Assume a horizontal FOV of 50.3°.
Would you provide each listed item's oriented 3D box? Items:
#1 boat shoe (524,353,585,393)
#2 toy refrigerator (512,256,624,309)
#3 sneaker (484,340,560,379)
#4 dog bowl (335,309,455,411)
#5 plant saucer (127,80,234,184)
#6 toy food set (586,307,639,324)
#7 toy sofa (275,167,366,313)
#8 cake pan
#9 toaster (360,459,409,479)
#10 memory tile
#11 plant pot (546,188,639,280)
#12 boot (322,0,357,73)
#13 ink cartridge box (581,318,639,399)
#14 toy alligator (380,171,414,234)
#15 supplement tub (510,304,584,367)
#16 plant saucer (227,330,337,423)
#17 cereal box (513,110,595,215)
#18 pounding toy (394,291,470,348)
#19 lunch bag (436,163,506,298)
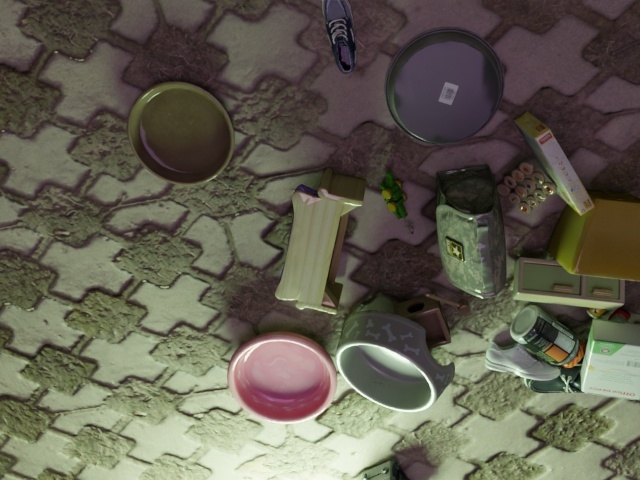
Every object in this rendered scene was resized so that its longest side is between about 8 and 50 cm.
[{"bbox_3d":[0.754,0.395,1.994,0.302,0.091,0.114,-20,114,13],"label":"boat shoe"},{"bbox_3d":[0.658,0.114,1.814,0.269,0.094,0.102,6,74,8],"label":"toy refrigerator"},{"bbox_3d":[0.589,0.343,1.976,0.212,0.080,0.094,9,99,14],"label":"sneaker"},{"bbox_3d":[0.198,0.352,1.925,0.349,0.102,0.349,19,140,17],"label":"dog bowl"},{"bbox_3d":[-0.355,-0.276,1.750,0.278,0.041,0.278,2,118,3],"label":"plant saucer"},{"bbox_3d":[0.819,0.251,1.904,0.232,0.111,0.104,29,116,-10],"label":"toy food set"},{"bbox_3d":[0.000,0.000,1.808,0.177,0.150,0.362,12,118,3],"label":"toy sofa"},{"bbox_3d":[0.303,-0.363,1.653,0.293,0.054,0.293,1,117,3],"label":"cake pan"},{"bbox_3d":[0.225,0.835,2.240,0.146,0.129,0.227,-24,116,19],"label":"toaster"},{"bbox_3d":[0.518,-0.131,1.720,0.113,0.012,0.148,44,152,5],"label":"memory tile"},{"bbox_3d":[0.722,-0.024,1.728,0.212,0.212,0.187,5,105,1],"label":"plant pot"},{"bbox_3d":[0.048,-0.488,1.587,0.069,0.086,0.190,-14,116,11],"label":"boot"},{"bbox_3d":[0.799,0.323,1.841,0.154,0.093,0.212,6,128,15],"label":"ink cartridge box"},{"bbox_3d":[0.197,-0.097,1.803,0.051,0.056,0.189,8,130,48],"label":"toy alligator"},{"bbox_3d":[0.644,0.275,1.926,0.190,0.117,0.117,33,115,-13],"label":"supplement tub"},{"bbox_3d":[-0.112,0.403,2.061,0.332,0.084,0.332,2,118,4],"label":"plant saucer"},{"bbox_3d":[0.567,-0.190,1.658,0.047,0.173,0.240,-33,112,12],"label":"cereal box"},{"bbox_3d":[0.317,0.199,1.920,0.206,0.094,0.181,-18,115,12],"label":"pounding toy"},{"bbox_3d":[0.376,-0.022,1.695,0.169,0.287,0.235,-8,117,8],"label":"lunch bag"}]
